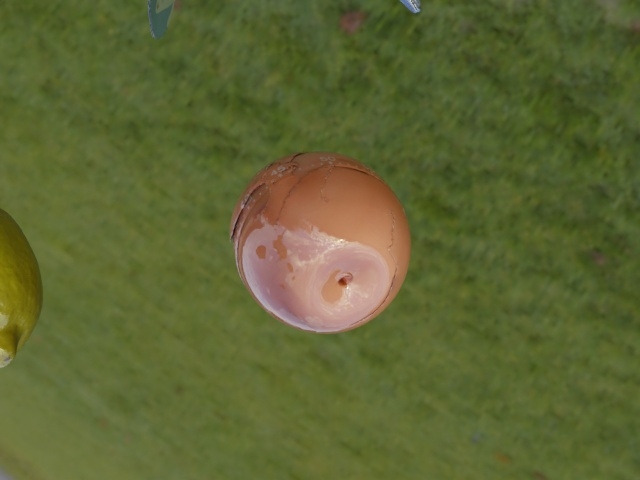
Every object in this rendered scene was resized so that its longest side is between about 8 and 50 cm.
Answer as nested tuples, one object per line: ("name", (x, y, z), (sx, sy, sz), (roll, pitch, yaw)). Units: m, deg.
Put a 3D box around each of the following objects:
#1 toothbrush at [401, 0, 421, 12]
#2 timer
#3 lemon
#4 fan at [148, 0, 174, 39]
("toothbrush", (0.031, -0.517, 2.225), (0.413, 0.035, 0.042), (54, 142, -7))
("timer", (0.000, 0.000, 1.873), (0.230, 0.229, 0.215), (51, -176, -38))
("lemon", (-0.396, 0.042, 1.575), (0.248, 0.184, 0.184), (60, 175, 33))
("fan", (-0.130, -0.251, 1.293), (0.005, 0.175, 0.113), (8, 128, 4))
